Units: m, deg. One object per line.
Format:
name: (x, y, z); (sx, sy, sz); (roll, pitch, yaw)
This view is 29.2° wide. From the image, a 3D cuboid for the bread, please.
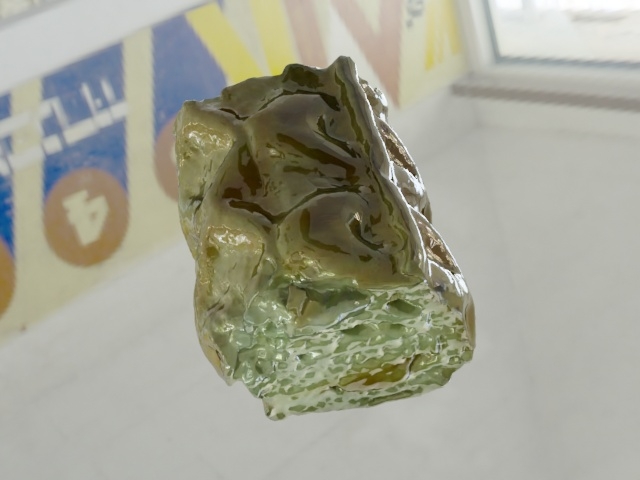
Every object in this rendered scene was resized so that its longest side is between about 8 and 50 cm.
bread: (-0.003, -0.003, 0.975); (0.238, 0.196, 0.252); (-10, -127, -19)
